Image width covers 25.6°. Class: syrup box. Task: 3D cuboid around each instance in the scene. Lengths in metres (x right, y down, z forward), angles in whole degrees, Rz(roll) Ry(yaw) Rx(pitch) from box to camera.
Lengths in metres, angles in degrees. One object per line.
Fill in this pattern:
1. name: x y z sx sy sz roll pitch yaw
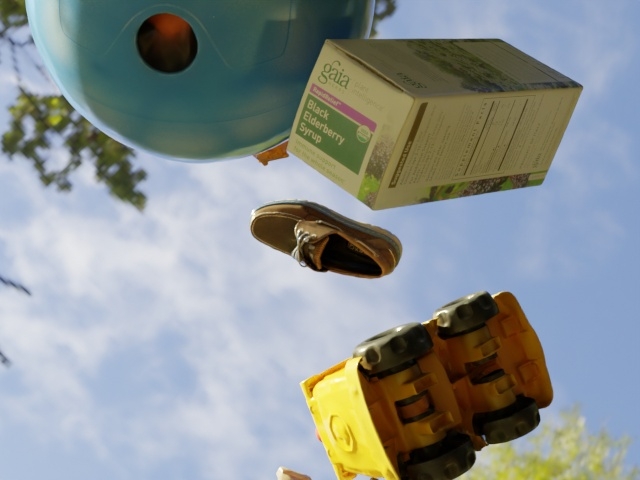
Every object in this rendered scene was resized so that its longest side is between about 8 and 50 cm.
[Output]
1. syrup box: 0.092 -0.094 1.083 0.093 0.237 0.096 36 -61 31

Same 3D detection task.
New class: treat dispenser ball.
1. treat dispenser ball: -0.098 -0.207 1.161 0.288 0.288 0.288 14 -52 19

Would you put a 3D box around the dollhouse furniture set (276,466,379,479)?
1. dollhouse furniture set: -0.075 0.305 1.435 0.174 0.355 0.303 24 -76 -26

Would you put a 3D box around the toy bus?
1. toy bus: 0.091 0.155 1.420 0.211 0.220 0.149 -21 -88 57

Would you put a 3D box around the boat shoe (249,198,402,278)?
1. boat shoe: 0.000 0.000 1.608 0.183 0.066 0.066 11 -64 12

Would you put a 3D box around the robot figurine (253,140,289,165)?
1. robot figurine: -0.084 -0.202 1.610 0.211 0.085 0.291 -7 -41 35
